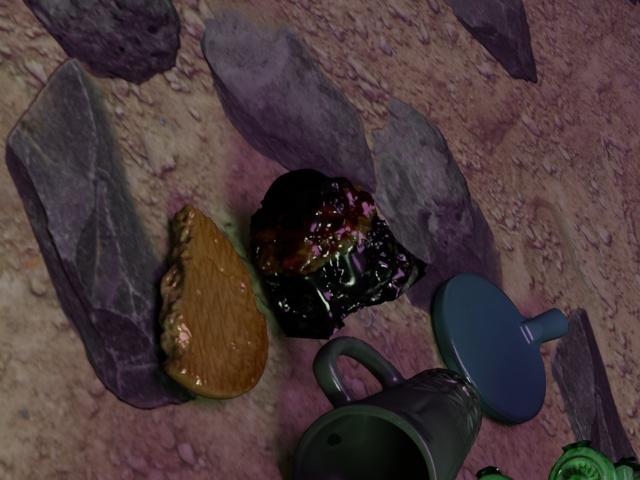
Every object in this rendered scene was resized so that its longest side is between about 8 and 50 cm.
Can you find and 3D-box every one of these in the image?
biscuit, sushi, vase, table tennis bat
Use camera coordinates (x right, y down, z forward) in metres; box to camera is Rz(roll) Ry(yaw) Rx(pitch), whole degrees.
[{"bbox_3d":[-0.108,0.076,1.549,0.144,0.033,0.224,38,35,-37],"label":"biscuit"},{"bbox_3d":[0.000,0.000,1.669,0.172,0.153,0.150,-37,117,-42],"label":"sushi"},{"bbox_3d":[0.083,0.209,1.622,0.251,0.156,0.301,62,23,2],"label":"vase"},{"bbox_3d":[0.250,0.137,2.050,0.329,0.044,0.215,-12,72,-57],"label":"table tennis bat"}]

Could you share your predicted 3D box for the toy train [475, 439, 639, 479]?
[{"bbox_3d":[0.272,0.340,1.669,0.145,0.266,0.202,23,53,-47],"label":"toy train"}]
